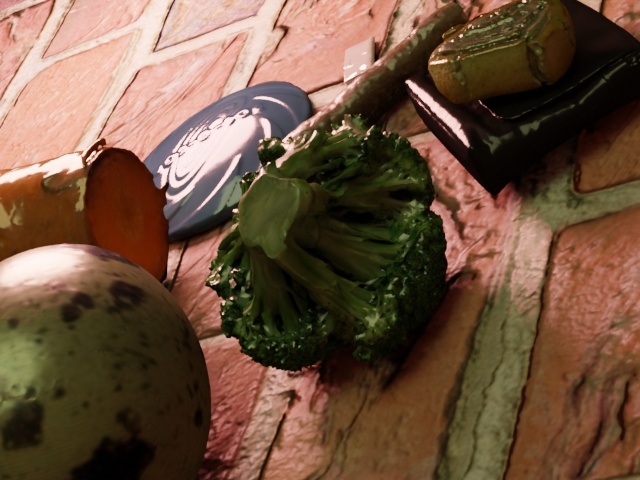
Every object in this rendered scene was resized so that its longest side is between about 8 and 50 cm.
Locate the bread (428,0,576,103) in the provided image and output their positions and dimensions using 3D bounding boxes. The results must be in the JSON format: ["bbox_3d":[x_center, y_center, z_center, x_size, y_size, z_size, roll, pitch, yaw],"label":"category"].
[{"bbox_3d":[0.184,-0.195,1.757,0.156,0.064,0.117,-17,29,18],"label":"bread"}]

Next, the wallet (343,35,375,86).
[{"bbox_3d":[0.049,-0.226,2.153,0.044,0.011,0.083,-25,32,20],"label":"wallet"}]

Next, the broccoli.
[{"bbox_3d":[0.000,0.000,1.688,0.261,0.241,0.269,16,86,32],"label":"broccoli"}]

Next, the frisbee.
[{"bbox_3d":[-0.140,-0.112,2.154,0.289,0.049,0.289,-26,31,17],"label":"frisbee"}]

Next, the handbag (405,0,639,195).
[{"bbox_3d":[0.223,-0.159,1.816,0.223,0.080,0.247,-30,29,-2],"label":"handbag"}]

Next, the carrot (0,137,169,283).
[{"bbox_3d":[-0.359,0.024,2.033,0.340,0.224,0.224,-13,37,24],"label":"carrot"}]

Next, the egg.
[{"bbox_3d":[-0.247,0.151,1.655,0.287,0.288,0.379,-27,33,16],"label":"egg"}]

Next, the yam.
[{"bbox_3d":[0.067,-0.179,2.019,0.274,0.061,0.061,-42,30,-11],"label":"yam"}]
